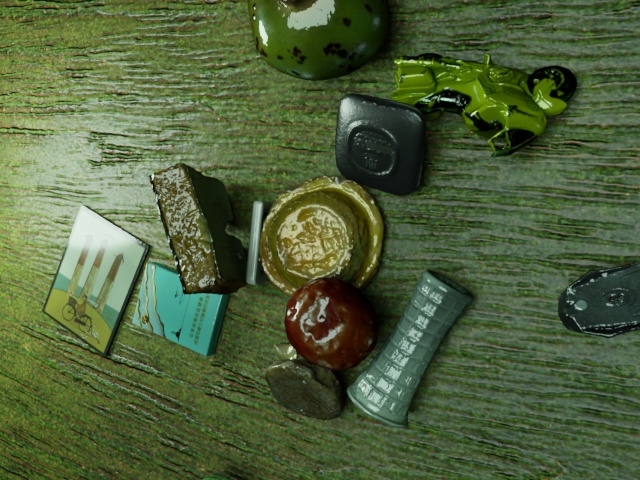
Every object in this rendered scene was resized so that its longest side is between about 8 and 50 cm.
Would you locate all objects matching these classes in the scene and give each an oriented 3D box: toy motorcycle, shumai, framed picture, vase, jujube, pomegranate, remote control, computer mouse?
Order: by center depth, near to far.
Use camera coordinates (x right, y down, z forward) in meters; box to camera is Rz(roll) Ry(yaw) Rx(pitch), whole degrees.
[{"bbox_3d":[0.549,0.109,1.254,0.231,0.071,0.126,-17,70,14],"label":"computer mouse"},{"bbox_3d":[0.297,-0.263,1.322,0.342,0.142,0.206,14,59,24],"label":"toy motorcycle"},{"bbox_3d":[-0.006,-0.446,1.359,0.291,0.323,0.291,1,103,3],"label":"pomegranate"},{"bbox_3d":[0.030,0.174,1.378,0.190,0.255,0.190,-6,66,13],"label":"jujube"},{"bbox_3d":[0.185,0.211,1.384,0.143,0.143,0.299,32,101,20],"label":"vase"},{"bbox_3d":[-0.029,0.284,1.482,0.161,0.209,0.153,-23,38,27],"label":"shumai"},{"bbox_3d":[-0.132,0.007,1.546,0.029,0.087,0.190,8,93,18],"label":"remote control"},{"bbox_3d":[-0.588,0.103,1.794,0.244,0.013,0.324,29,103,21],"label":"framed picture"}]

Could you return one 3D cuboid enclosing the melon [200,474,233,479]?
[{"bbox_3d":[-0.248,0.676,1.562,0.182,0.182,0.288,9,95,24],"label":"melon"}]

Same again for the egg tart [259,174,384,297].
[{"bbox_3d":[0.000,0.000,1.454,0.288,0.118,0.288,0,91,9],"label":"egg tart"}]

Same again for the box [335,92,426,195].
[{"bbox_3d":[0.115,-0.194,1.400,0.212,0.042,0.201,23,132,31],"label":"box"}]

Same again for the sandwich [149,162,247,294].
[{"bbox_3d":[-0.251,-0.013,1.512,0.095,0.249,0.273,-19,82,10],"label":"sandwich"}]

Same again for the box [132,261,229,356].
[{"bbox_3d":[-0.338,0.162,1.666,0.229,0.041,0.162,19,98,22],"label":"box"}]
